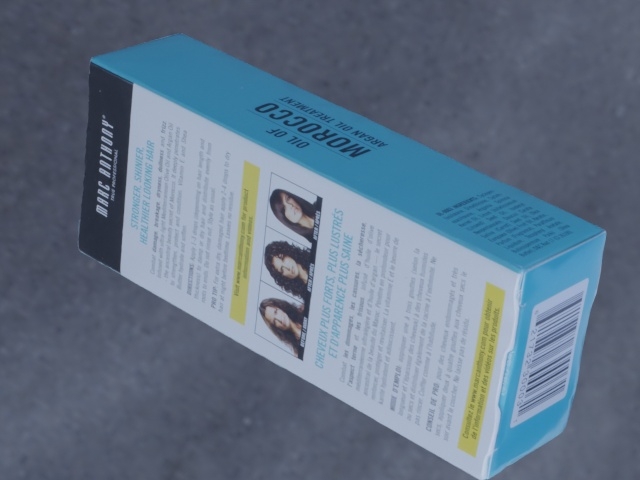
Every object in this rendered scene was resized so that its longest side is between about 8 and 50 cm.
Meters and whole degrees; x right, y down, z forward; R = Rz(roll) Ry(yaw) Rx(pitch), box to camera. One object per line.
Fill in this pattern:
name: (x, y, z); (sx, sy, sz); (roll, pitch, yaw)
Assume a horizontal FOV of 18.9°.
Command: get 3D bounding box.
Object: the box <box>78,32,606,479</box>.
box: (0.000, 0.000, 0.828); (0.060, 0.244, 0.101); (-23, 131, -44)
